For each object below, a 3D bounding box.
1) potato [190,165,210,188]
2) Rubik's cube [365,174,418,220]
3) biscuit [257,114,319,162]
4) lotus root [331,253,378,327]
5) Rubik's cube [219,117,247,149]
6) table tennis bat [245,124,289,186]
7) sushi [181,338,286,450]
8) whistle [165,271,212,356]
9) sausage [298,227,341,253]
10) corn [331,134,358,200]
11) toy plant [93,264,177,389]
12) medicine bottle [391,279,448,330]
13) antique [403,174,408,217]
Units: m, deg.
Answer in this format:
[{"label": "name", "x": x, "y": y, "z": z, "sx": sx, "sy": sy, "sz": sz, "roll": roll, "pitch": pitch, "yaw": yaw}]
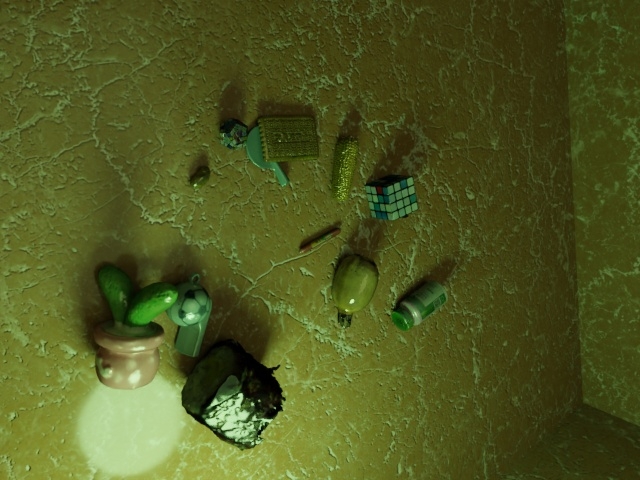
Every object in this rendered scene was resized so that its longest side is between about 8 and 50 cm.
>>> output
[{"label": "potato", "x": -0.405, "y": -0.212, "z": 1.650, "sx": 0.046, "sy": 0.045, "sz": 0.092, "roll": 33, "pitch": 74, "yaw": 3}, {"label": "Rubik's cube", "x": 0.305, "y": -0.185, "z": 2.068, "sx": 0.154, "sy": 0.151, "sz": 0.155, "roll": -24, "pitch": 112, "yaw": -27}, {"label": "biscuit", "x": -0.111, "y": -0.380, "z": 1.805, "sx": 0.254, "sy": 0.029, "sz": 0.172, "roll": -11, "pitch": 95, "yaw": -37}, {"label": "lotus root", "x": 0.131, "y": 0.207, "z": 2.000, "sx": 0.182, "sy": 0.182, "sz": 0.310, "roll": 22, "pitch": 86, "yaw": -34}, {"label": "Rubik's cube", "x": -0.297, "y": -0.365, "z": 1.666, "sx": 0.111, "sy": 0.111, "sz": 0.093, "roll": -20, "pitch": 82, "yaw": -30}, {"label": "table tennis bat", "x": -0.184, "y": -0.308, "z": 1.787, "sx": 0.153, "sy": 0.040, "sz": 0.244, "roll": -41, "pitch": 115, "yaw": -25}, {"label": "sushi", "x": -0.305, "y": 0.529, "z": 1.703, "sx": 0.281, "sy": 0.299, "sz": 0.294, "roll": -40, "pitch": 119, "yaw": 10}, {"label": "whistle", "x": -0.454, "y": 0.247, "z": 1.632, "sx": 0.163, "sy": 0.163, "sz": 0.290, "roll": 14, "pitch": 89, "yaw": -35}, {"label": "sausage", "x": 0.000, "y": 0.000, "z": 1.967, "sx": 0.223, "sy": 0.029, "sz": 0.029, "roll": -29, "pitch": 113, "yaw": -27}, {"label": "corn", "x": 0.096, "y": -0.289, "z": 1.947, "sx": 0.091, "sy": 0.091, "sz": 0.260, "roll": 8, "pitch": 95, "yaw": 1}, {"label": "toy plant", "x": -0.566, "y": 0.272, "z": 1.495, "sx": 0.210, "sy": 0.316, "sz": 0.357, "roll": 6, "pitch": 97, "yaw": -60}, {"label": "medicine bottle", "x": 0.462, "y": 0.307, "z": 2.269, "sx": 0.274, "sy": 0.133, "sz": 0.134, "roll": -33, "pitch": 115, "yaw": -26}, {"label": "antique", "x": 0.376, "y": -0.198, "z": 2.194, "sx": 0.031, "sy": 0.015, "sz": 0.192, "roll": -15, "pitch": 106, "yaw": -30}]
